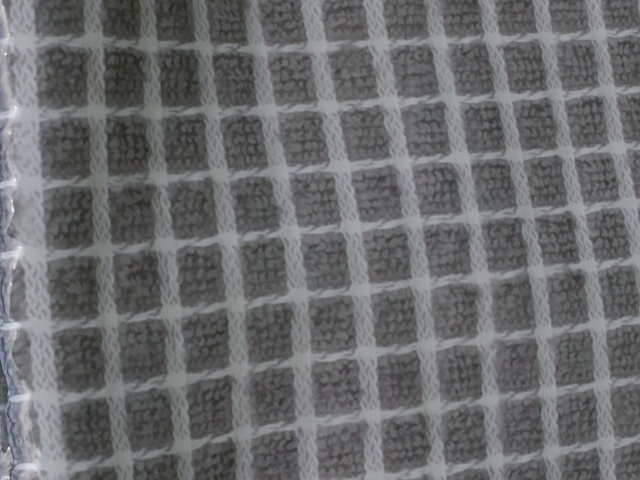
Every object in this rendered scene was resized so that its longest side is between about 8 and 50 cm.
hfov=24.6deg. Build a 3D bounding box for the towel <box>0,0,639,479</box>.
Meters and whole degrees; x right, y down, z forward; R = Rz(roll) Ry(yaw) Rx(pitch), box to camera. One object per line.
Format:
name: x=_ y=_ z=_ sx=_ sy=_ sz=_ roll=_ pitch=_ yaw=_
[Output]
towel: x=0.000 y=0.000 z=0.437 sx=0.121 sy=0.235 sz=0.284 roll=173 pitch=91 yaw=-67
